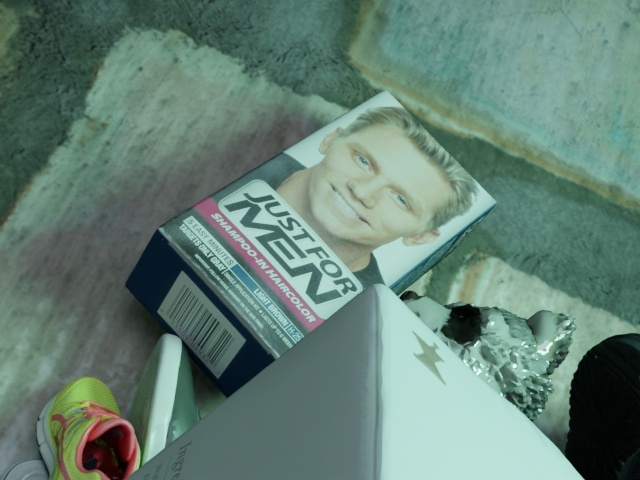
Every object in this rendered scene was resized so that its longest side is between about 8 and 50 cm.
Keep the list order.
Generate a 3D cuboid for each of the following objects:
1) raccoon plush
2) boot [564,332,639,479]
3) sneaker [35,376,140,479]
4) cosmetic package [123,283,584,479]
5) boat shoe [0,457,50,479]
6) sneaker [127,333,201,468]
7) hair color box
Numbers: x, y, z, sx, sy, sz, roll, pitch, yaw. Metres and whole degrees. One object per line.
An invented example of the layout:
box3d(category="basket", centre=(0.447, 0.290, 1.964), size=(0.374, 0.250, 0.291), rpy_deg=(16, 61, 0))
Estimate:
box3d(category="raccoon plush", centre=(0.138, 0.268, 1.160), size=(0.299, 0.216, 0.447), rpy_deg=(-20, 99, -42))
box3d(category="boot", centre=(0.340, 0.145, 1.226), size=(0.207, 0.246, 0.094), rpy_deg=(-27, 50, -28))
box3d(category="sneaker", centre=(-0.185, 0.174, 1.061), size=(0.081, 0.094, 0.208), rpy_deg=(30, 21, -24))
box3d(category="cosmetic package", centre=(0.000, 0.313, 0.801), size=(0.329, 0.393, 0.327), rpy_deg=(44, 21, -17))
box3d(category="boat shoe", centre=(-0.209, 0.293, 1.028), size=(0.095, 0.084, 0.258), rpy_deg=(-10, 66, -24))
box3d(category="sneaker", centre=(-0.095, 0.230, 1.100), size=(0.146, 0.104, 0.296), rpy_deg=(7, 66, -18))
box3d(category="hair color box", centre=(0.000, 0.000, 1.226), size=(0.174, 0.105, 0.347), rpy_deg=(47, 47, 9))
